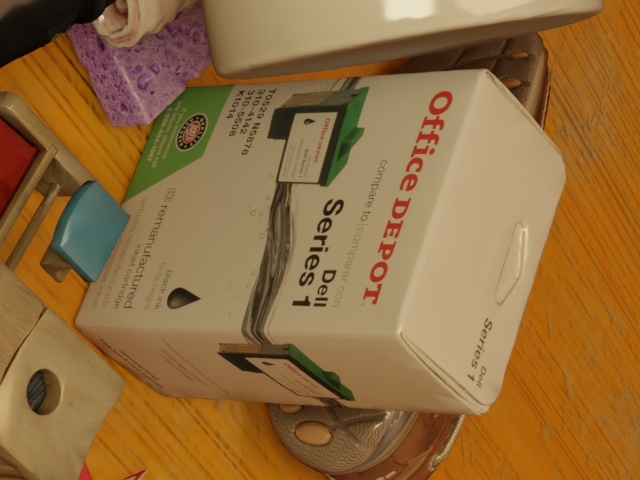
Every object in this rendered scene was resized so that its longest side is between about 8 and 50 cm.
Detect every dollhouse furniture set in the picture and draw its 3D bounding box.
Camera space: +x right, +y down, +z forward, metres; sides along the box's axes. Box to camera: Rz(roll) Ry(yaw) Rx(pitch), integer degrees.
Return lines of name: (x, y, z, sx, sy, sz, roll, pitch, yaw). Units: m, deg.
dollhouse furniture set: (-0.160, 0.005, 0.899, 0.129, 0.129, 0.183, 50, 53, -38)

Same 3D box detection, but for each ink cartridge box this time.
ink cartridge box: (0.000, 0.000, 1.028, 0.092, 0.219, 0.160, 43, 57, -43)

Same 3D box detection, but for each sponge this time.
sponge: (-0.114, -0.179, 1.039, 0.117, 0.031, 0.210, -49, 125, -43)

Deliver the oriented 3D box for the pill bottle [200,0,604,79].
pill bottle: (0.012, -0.284, 0.911, 0.224, 0.224, 0.392, -11, 93, -51)

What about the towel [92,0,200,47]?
towel: (-0.077, -0.305, 1.034, 0.332, 0.053, 0.317, -47, 123, -51)

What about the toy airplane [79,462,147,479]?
toy airplane: (-0.142, 0.164, 0.999, 0.151, 0.028, 0.151, 0, 90, -53)

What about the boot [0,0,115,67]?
boot: (-0.222, -0.151, 0.849, 0.207, 0.094, 0.246, -41, 105, -31)

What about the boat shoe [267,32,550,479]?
boat shoe: (0.067, 0.011, 1.209, 0.116, 0.123, 0.324, 50, 59, -47)
